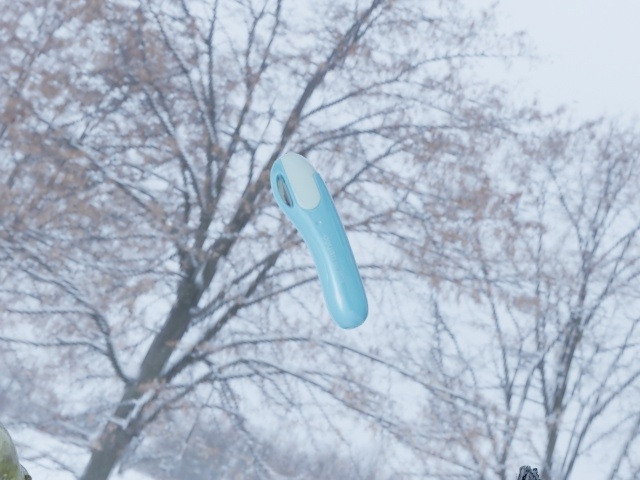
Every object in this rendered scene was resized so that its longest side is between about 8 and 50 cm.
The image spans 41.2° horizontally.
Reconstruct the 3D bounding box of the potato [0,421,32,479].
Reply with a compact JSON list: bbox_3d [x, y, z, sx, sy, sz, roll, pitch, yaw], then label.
[{"bbox_3d":[-0.594,0.447,1.434,0.218,0.351,0.202,-14,7,26],"label":"potato"}]

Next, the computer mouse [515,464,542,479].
[{"bbox_3d":[0.400,0.529,1.588,0.146,0.077,0.242,-130,-156,-70],"label":"computer mouse"}]

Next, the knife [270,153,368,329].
[{"bbox_3d":[0.000,0.000,1.003,0.031,0.064,0.222,127,-59,-77],"label":"knife"}]
